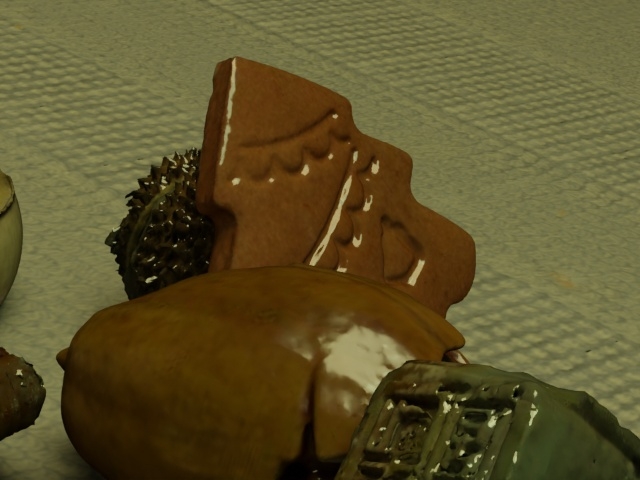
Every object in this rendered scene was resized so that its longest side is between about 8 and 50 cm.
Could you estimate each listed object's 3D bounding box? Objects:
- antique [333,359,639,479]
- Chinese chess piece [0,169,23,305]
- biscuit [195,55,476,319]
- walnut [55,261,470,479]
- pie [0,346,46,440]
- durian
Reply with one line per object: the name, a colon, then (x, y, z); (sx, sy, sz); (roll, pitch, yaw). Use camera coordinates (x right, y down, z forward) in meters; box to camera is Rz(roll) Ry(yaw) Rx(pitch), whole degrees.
antique: (0.156, 0.188, 1.165); (0.284, 0.125, 0.150); (36, -20, -28)
Chinese chess piece: (-0.365, -0.009, 1.577); (0.257, 0.104, 0.257); (8, 22, -3)
biscuit: (0.000, 0.000, 1.492); (0.043, 0.306, 0.284); (-8, 25, 47)
walnut: (-0.045, 0.115, 1.312); (0.336, 0.209, 0.209); (11, 20, 32)
pie: (-0.340, 0.131, 1.287); (0.257, 0.105, 0.274); (2, 16, 20)
durian: (-0.078, -0.002, 1.574); (0.167, 0.196, 0.196); (2, 23, -33)
